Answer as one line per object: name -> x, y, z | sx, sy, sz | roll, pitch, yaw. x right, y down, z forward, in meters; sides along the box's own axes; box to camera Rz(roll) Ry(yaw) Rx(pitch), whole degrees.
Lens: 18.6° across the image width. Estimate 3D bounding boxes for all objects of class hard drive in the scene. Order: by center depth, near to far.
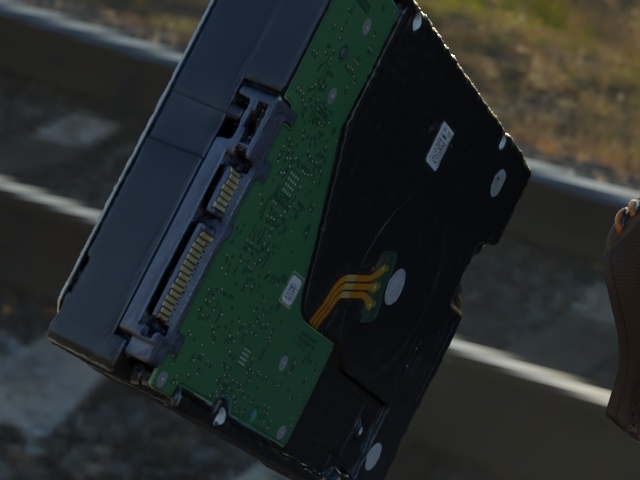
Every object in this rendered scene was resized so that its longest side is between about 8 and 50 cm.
hard drive -> 0.000, 0.000, 1.031 | 0.064, 0.237, 0.339 | 23, -8, 24

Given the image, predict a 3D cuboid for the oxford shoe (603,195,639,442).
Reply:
oxford shoe -> 0.240, -0.016, 1.242 | 0.132, 0.364, 0.130 | 19, 27, 35
